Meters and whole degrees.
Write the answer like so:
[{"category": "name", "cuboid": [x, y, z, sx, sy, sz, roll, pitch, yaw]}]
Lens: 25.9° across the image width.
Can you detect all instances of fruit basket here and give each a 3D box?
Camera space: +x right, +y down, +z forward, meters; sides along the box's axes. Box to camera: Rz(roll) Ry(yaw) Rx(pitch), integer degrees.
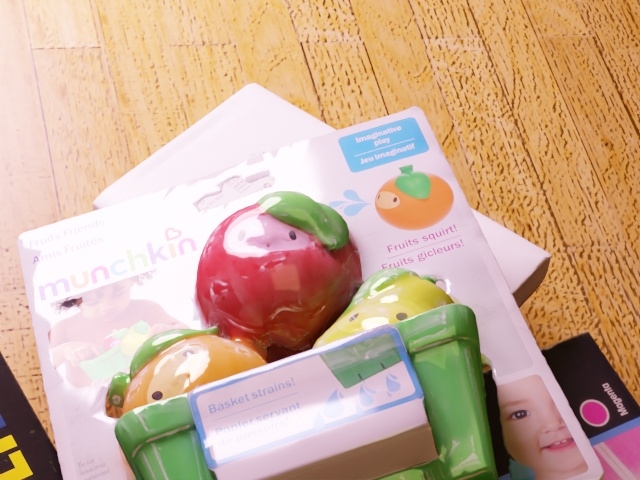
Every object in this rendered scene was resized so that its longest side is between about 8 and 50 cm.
[{"category": "fruit basket", "cuboid": [-0.028, 0.066, 0.931, 0.327, 0.165, 0.353, -17, 56, -3]}]

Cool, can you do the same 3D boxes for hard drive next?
[{"category": "hard drive", "cuboid": [0.000, 0.000, 1.110, 0.307, 0.040, 0.203, 32, 52, 22]}]

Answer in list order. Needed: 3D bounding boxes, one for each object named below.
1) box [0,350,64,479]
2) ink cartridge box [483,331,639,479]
[{"category": "box", "cuboid": [-0.271, 0.224, 0.886, 0.257, 0.079, 0.322, -21, 63, -30]}, {"category": "ink cartridge box", "cuboid": [0.093, 0.203, 1.019, 0.370, 0.069, 0.176, -19, 62, -24]}]
